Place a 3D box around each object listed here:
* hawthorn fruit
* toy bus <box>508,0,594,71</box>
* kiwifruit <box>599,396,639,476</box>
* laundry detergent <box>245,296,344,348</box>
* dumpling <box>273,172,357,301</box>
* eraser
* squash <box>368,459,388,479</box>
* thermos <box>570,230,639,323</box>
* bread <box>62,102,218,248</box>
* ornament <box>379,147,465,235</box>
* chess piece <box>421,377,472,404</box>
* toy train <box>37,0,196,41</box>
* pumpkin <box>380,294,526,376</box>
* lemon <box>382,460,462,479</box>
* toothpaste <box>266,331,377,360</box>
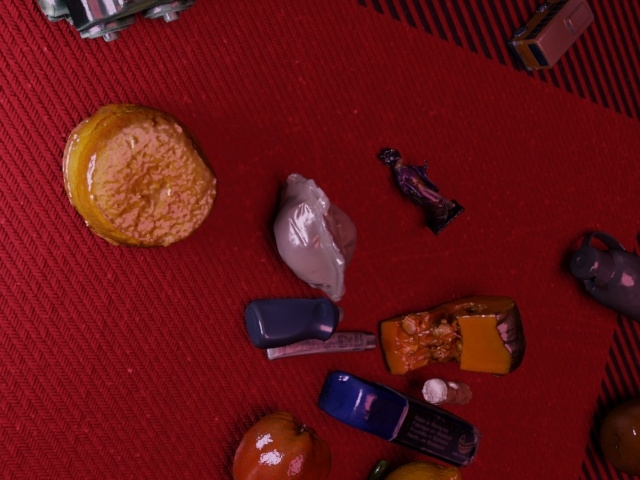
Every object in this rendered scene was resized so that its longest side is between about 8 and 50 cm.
[{"bbox_3d":[-0.076,0.420,1.695,0.189,0.189,0.189,-4,98,-29],"label":"hawthorn fruit"},{"bbox_3d":[0.506,-0.458,1.952,0.182,0.103,0.091,-47,117,-17],"label":"toy bus"},{"bbox_3d":[0.802,0.473,2.194,0.234,0.196,0.195,-6,99,-34],"label":"kiwifruit"},{"bbox_3d":[-0.040,0.153,1.735,0.206,0.061,0.096,-4,55,-32],"label":"laundry detergent"},{"bbox_3d":[0.000,0.000,1.670,0.147,0.193,0.258,-21,109,-21],"label":"dumpling"},{"bbox_3d":[0.168,0.365,1.835,0.332,0.155,0.101,25,85,-30],"label":"eraser"},{"bbox_3d":[0.115,0.503,1.897,0.027,0.027,0.089,37,79,-28],"label":"squash"},{"bbox_3d":[0.709,0.081,2.125,0.287,0.145,0.182,26,52,-29],"label":"thermos"},{"bbox_3d":[-0.299,-0.103,1.515,0.269,0.146,0.268,-5,101,-26],"label":"bread"},{"bbox_3d":[0.205,-0.117,1.837,0.081,0.088,0.203,-37,105,3],"label":"ornament"},{"bbox_3d":[0.278,0.326,1.924,0.172,0.060,0.060,22,85,-58],"label":"chess piece"},{"bbox_3d":[-0.290,-0.420,1.425,0.299,0.238,0.166,-28,106,-25],"label":"toy train"},{"bbox_3d":[0.290,0.208,1.865,0.281,0.190,0.139,-14,104,-27],"label":"pumpkin"},{"bbox_3d":[0.198,0.557,1.853,0.188,0.188,0.256,31,110,-29],"label":"lemon"},{"bbox_3d":[0.003,0.203,1.787,0.239,0.039,0.062,1,81,-29],"label":"toothpaste"}]
